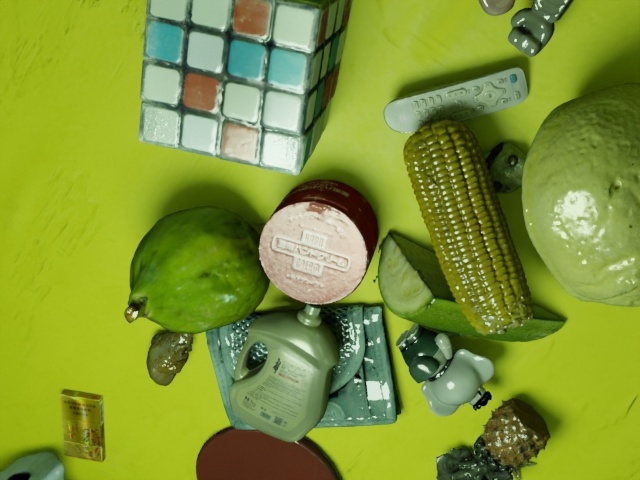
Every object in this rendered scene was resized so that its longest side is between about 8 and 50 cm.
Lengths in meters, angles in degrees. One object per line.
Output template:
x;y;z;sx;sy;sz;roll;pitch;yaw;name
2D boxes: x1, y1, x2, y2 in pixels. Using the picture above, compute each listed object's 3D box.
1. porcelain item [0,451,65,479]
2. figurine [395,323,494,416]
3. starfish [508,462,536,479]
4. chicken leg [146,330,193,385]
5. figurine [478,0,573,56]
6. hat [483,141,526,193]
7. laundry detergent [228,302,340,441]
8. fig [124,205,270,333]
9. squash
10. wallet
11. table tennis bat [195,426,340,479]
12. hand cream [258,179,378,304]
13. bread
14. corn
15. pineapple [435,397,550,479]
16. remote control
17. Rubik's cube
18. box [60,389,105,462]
-0.544;0.655;1.890;0.178;0.242;0.405;-5;115;35;porcelain item
0.220;0.224;1.591;0.192;0.126;0.147;43;117;-4;figurine
0.356;0.408;1.701;0.086;0.016;0.092;38;121;-6;starfish
-0.267;0.188;1.715;0.069;0.085;0.198;25;119;-27;chicken leg
0.293;-0.435;1.273;0.284;0.167;0.343;-9;97;22;figurine
0.298;-0.112;1.471;0.077;0.059;0.076;-40;104;19;hat
-0.055;0.217;1.597;0.181;0.091;0.253;24;113;10;laundry detergent
-0.205;0.049;1.530;0.233;0.314;0.233;0;86;3;fig
0.248;0.103;1.588;0.288;0.203;0.111;10;120;-31;squash
-0.036;0.241;1.691;0.342;0.075;0.237;-5;108;15;wallet
-0.052;0.497;1.815;0.414;0.051;0.268;13;115;9;table tennis bat
0.000;0.000;1.548;0.193;0.125;0.193;4;113;10;hand cream
0.445;-0.067;1.323;0.237;0.320;0.321;-15;111;48;bread
0.231;-0.017;1.427;0.131;0.131;0.345;-20;84;20;corn
0.307;0.390;1.656;0.111;0.119;0.237;21;120;-30;pineapple
0.212;-0.225;1.450;0.229;0.044;0.073;-15;131;12;remote control
-0.110;-0.274;1.385;0.256;0.259;0.254;13;113;7;Rubik's cube
-0.488;0.383;1.877;0.089;0.022;0.156;10;114;9;box
